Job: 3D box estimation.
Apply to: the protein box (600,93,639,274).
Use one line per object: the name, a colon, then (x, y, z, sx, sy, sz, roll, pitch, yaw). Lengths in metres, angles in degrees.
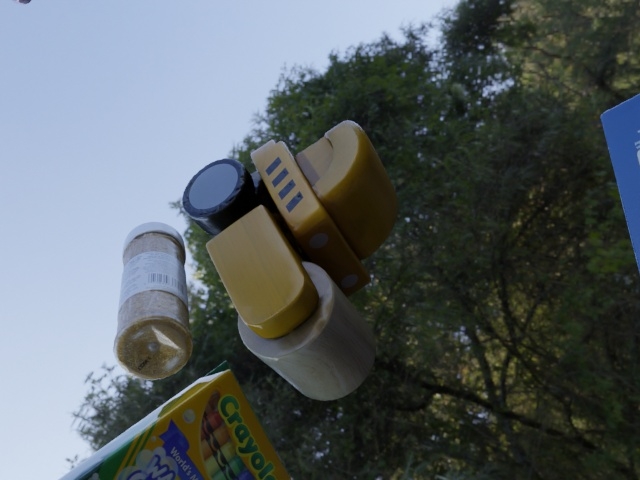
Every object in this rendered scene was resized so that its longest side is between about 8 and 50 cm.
protein box: (0.320, -0.025, 0.387, 0.136, 0.200, 0.201, -5, -101, -22)

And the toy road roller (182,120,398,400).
toy road roller: (0.000, 0.000, 0.763, 0.240, 0.329, 0.202, -34, -42, 4)

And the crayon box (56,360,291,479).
crayon box: (-0.163, 0.310, 0.784, 0.323, 0.083, 0.203, -32, -86, -48)

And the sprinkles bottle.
sprinkles bottle: (-0.293, 0.090, 1.089, 0.121, 0.355, 0.121, -6, -63, -12)

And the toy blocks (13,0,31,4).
toy blocks: (-0.403, -0.255, 0.465, 0.288, 0.308, 0.260, -9, -81, -68)
